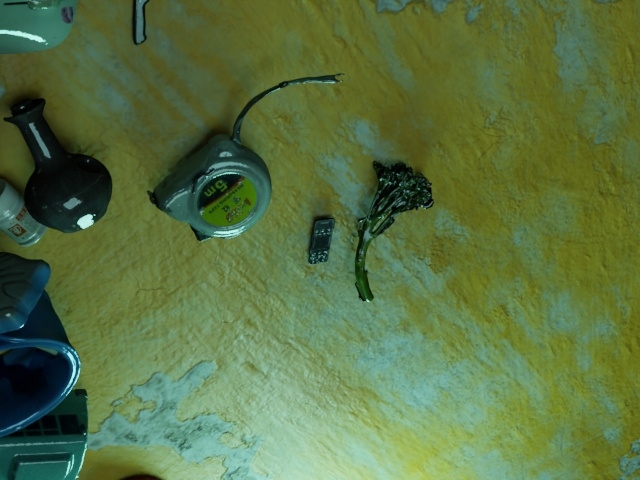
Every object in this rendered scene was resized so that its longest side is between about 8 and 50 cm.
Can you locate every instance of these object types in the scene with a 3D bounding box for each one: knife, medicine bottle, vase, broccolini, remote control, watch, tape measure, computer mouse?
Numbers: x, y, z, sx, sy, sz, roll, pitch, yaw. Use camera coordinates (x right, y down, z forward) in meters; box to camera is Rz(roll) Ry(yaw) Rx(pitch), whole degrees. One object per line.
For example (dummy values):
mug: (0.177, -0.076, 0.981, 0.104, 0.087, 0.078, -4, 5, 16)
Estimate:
knife: (-0.228, -0.332, 1.091, 0.023, 0.010, 0.170, -5, 125, -23)
medicine bottle: (-0.427, -0.038, 1.182, 0.057, 0.057, 0.089, -37, 132, 3)
vase: (-0.358, -0.103, 1.140, 0.120, 0.120, 0.183, -26, 117, -7)
broccolini: (0.123, -0.011, 1.479, 0.123, 0.062, 0.271, 6, 117, -13)
remote control: (0.000, 0.000, 1.457, 0.039, 0.014, 0.096, -7, 128, -22)
watch: (-0.465, 0.141, 1.212, 0.305, 0.241, 0.274, -36, 149, 4)
tape measure: (-0.088, -0.132, 1.262, 0.330, 0.084, 0.164, -39, 134, 7)
computer mouse: (-0.421, -0.287, 0.971, 0.288, 0.097, 0.159, 0, 122, -26)

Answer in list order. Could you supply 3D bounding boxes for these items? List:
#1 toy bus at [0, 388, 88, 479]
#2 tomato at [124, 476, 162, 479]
toy bus: (-0.501, 0.318, 1.358, 0.256, 0.147, 0.128, 6, 123, -29)
tomato: (-0.345, 0.534, 1.638, 0.139, 0.091, 0.159, -37, 130, 2)
